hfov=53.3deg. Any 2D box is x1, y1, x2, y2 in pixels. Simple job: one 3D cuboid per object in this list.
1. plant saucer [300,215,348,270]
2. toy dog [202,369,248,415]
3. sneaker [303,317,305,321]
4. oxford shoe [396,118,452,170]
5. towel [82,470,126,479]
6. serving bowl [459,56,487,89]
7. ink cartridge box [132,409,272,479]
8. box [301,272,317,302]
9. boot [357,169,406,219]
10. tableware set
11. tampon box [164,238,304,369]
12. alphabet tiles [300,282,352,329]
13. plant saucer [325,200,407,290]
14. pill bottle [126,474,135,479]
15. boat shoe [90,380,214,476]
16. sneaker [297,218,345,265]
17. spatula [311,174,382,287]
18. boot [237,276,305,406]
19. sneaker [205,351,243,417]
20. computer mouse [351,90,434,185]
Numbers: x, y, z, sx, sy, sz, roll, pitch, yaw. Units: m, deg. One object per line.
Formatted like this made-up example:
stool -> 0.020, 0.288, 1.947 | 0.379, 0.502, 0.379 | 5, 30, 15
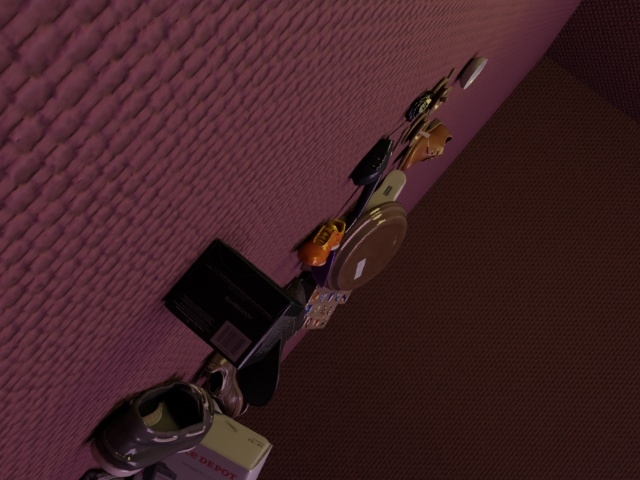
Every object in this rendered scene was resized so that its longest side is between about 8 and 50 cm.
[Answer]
plant saucer -> 0.017, 0.014, 1.517 | 0.168, 0.029, 0.168 | -49, 171, -10
toy dog -> -0.220, 0.398, 1.503 | 0.333, 0.161, 0.220 | -52, 172, 16
sneaker -> -0.064, 0.210, 1.888 | 0.094, 0.080, 0.212 | -32, 176, 8
oxford shoe -> 0.267, -0.230, 1.605 | 0.212, 0.076, 0.076 | -43, 172, -33
towel -> -0.441, 0.581, 1.146 | 0.312, 0.056, 0.324 | 111, 0, -67
serving bowl -> 0.345, -0.387, 1.460 | 0.083, 0.027, 0.083 | -49, 172, -10
ink cartridge box -> -0.271, 0.518, 1.334 | 0.306, 0.226, 0.131 | -67, 170, 15
box -> -0.009, 0.150, 1.742 | 0.087, 0.101, 0.102 | -48, 170, -14
boot -> 0.152, -0.091, 1.620 | 0.190, 0.069, 0.086 | -47, 166, -27
tableware set -> 0.233, -0.265, 1.364 | 0.128, 0.039, 0.194 | -45, 171, -32
tampon box -> -0.102, 0.083, 0.809 | 0.101, 0.120, 0.161 | -50, 172, -4
alphabet tiles -> 0.033, 0.128, 1.641 | 0.198, 0.009, 0.237 | 11, 111, -60
plant saucer -> 0.118, 0.024, 1.574 | 0.278, 0.041, 0.277 | -36, 153, -22
pill bottle -> -0.421, 0.641, 1.510 | 0.278, 0.162, 0.162 | -48, 172, -16
boat shoe -> -0.240, 0.289, 1.053 | 0.095, 0.112, 0.335 | -47, 170, 10
sneaker -> 0.000, 0.000, 1.286 | 0.175, 0.064, 0.067 | -51, 161, -61
spatula -> 0.057, -0.037, 1.390 | 0.296, 0.030, 0.084 | -58, -146, 10
boot -> -0.093, 0.230, 1.470 | 0.229, 0.091, 0.262 | -25, 128, -72
sneaker -> -0.211, 0.308, 1.329 | 0.071, 0.066, 0.188 | -39, 136, -47
computer mouse -> 0.146, -0.192, 1.216 | 0.242, 0.041, 0.071 | -50, 172, -8
